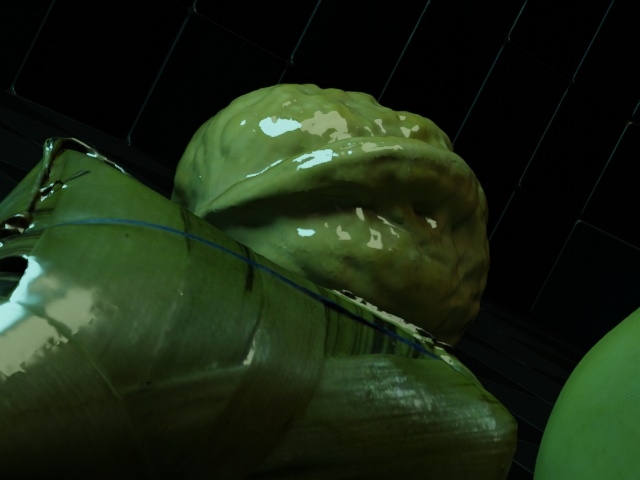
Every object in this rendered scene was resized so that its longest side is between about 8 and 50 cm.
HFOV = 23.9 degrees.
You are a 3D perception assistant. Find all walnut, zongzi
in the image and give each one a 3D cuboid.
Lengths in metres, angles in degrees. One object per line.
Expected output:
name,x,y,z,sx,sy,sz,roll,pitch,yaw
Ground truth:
walnut,0.000,0.000,1.094,0.257,0.257,0.224,21,44,-55
zongzi,-0.036,0.086,0.561,0.260,0.123,0.289,29,14,-10

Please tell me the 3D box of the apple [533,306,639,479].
apple,0.255,0.143,0.854,0.262,0.262,0.262,27,4,-2
